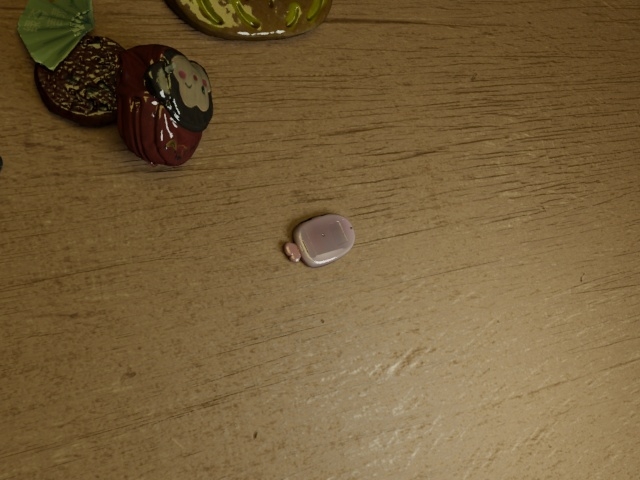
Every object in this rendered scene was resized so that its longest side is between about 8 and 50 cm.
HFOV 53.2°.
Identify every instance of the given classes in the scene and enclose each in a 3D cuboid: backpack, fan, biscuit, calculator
[{"bbox_3d":[-0.289,-0.241,1.170,0.138,0.229,0.229,4,70,19],"label":"backpack"},{"bbox_3d":[-0.488,-0.410,1.188,0.131,0.009,0.240,8,61,-6],"label":"fan"},{"bbox_3d":[-0.163,-0.595,1.376,0.394,0.070,0.351,-18,84,-27],"label":"biscuit"},{"bbox_3d":[0.000,0.000,1.321,0.165,0.024,0.103,-23,87,-28],"label":"calculator"},{"bbox_3d":[-0.430,-0.299,1.192,0.192,0.049,0.192,5,73,-16],"label":"biscuit"}]

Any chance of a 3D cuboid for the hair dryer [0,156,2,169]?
[{"bbox_3d":[-0.605,-0.087,1.005,0.050,0.173,0.195,44,78,-3],"label":"hair dryer"}]
